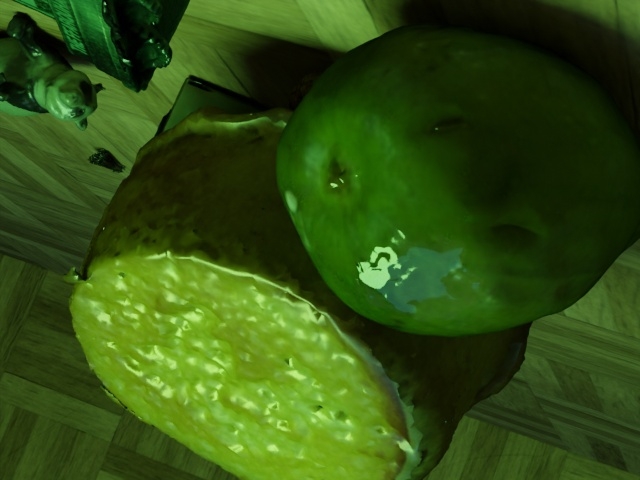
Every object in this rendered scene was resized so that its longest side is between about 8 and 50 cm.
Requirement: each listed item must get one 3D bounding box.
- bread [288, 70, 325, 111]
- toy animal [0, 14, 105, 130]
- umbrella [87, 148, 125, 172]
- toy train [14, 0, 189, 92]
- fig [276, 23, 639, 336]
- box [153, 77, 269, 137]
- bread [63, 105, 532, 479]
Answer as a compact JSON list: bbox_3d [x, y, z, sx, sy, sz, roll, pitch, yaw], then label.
[{"bbox_3d":[0.060,-0.089,1.288,0.193,0.064,0.193,23,171,4],"label":"bread"},{"bbox_3d":[-0.314,-0.170,1.521,0.225,0.094,0.121,10,165,43],"label":"toy animal"},{"bbox_3d":[-0.287,-0.105,1.968,0.031,0.020,0.083,-27,165,12],"label":"umbrella"},{"bbox_3d":[-0.160,-0.214,0.932,0.178,0.138,0.330,25,168,4],"label":"toy train"},{"bbox_3d":[0.133,-0.060,1.056,0.233,0.314,0.233,53,156,36],"label":"fig"},{"bbox_3d":[0.000,0.000,1.620,0.373,0.138,0.420,22,168,2],"label":"box"},{"bbox_3d":[-0.017,0.061,1.280,0.398,0.215,0.398,19,142,16],"label":"bread"}]
